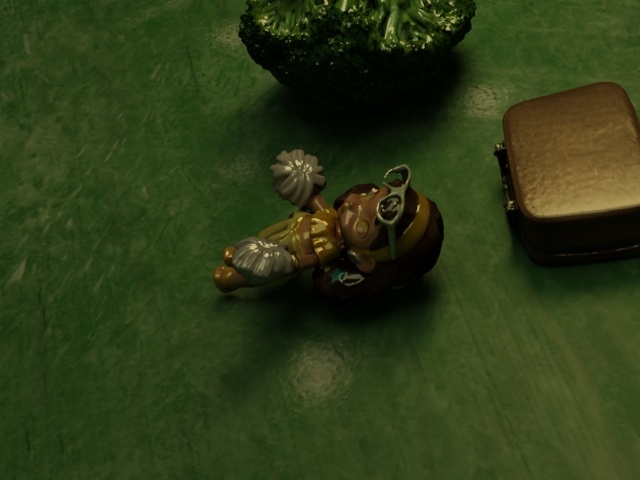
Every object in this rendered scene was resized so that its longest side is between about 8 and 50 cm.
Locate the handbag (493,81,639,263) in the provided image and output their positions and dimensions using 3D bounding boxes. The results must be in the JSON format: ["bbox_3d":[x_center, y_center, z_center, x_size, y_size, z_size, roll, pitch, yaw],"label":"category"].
[{"bbox_3d":[0.251,-0.065,1.232,0.151,0.072,0.193,-12,46,6],"label":"handbag"}]

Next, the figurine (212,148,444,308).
[{"bbox_3d":[0.002,0.000,1.216,0.240,0.116,0.175,-5,42,22],"label":"figurine"}]

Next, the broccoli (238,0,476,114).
[{"bbox_3d":[0.040,-0.263,1.401,0.269,0.242,0.261,0,17,-22],"label":"broccoli"}]
